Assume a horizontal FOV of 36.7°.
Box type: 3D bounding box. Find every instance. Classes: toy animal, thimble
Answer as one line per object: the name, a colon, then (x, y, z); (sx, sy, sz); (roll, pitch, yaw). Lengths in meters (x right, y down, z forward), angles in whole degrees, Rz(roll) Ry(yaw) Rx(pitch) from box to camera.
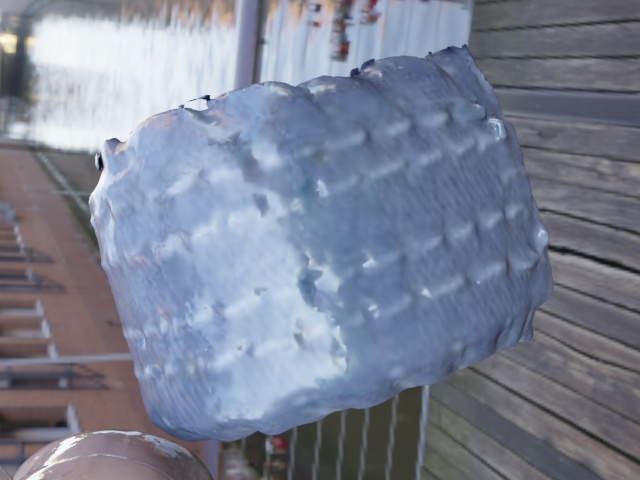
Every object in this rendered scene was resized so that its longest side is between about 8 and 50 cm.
toy animal: (-0.121, 0.183, 0.539); (0.250, 0.167, 0.154); (137, 146, -78)
thimble: (0.000, 0.000, 0.534); (0.205, 0.236, 0.172); (-146, 42, -85)
